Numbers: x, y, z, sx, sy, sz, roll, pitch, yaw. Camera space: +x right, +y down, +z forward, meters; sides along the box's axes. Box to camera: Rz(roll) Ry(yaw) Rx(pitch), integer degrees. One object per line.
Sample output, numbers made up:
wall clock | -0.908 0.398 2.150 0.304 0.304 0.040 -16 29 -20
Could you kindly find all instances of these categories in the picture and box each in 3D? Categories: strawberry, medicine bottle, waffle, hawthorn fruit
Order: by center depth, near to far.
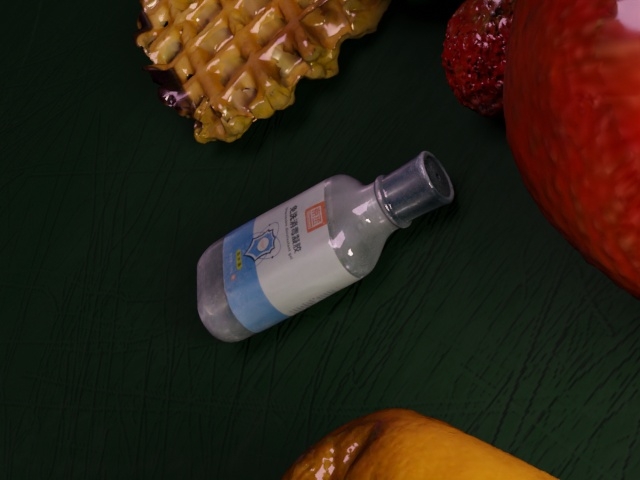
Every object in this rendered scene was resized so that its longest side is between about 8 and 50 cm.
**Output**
hawthorn fruit | 0.222 -0.084 0.831 0.275 0.275 0.300 -54 29 -4
strawberry | 0.129 -0.138 1.105 0.106 0.106 0.106 -26 44 28
medicine bottle | 0.000 0.000 1.152 0.208 0.054 0.090 -29 43 25
waffle | -0.055 -0.221 1.388 0.312 0.060 0.307 13 67 49

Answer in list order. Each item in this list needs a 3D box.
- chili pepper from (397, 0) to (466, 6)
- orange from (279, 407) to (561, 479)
chili pepper | 0.100 -0.312 1.174 0.249 0.233 0.256 12 59 43
orange | 0.039 0.197 0.803 0.249 0.183 0.249 -43 11 10
